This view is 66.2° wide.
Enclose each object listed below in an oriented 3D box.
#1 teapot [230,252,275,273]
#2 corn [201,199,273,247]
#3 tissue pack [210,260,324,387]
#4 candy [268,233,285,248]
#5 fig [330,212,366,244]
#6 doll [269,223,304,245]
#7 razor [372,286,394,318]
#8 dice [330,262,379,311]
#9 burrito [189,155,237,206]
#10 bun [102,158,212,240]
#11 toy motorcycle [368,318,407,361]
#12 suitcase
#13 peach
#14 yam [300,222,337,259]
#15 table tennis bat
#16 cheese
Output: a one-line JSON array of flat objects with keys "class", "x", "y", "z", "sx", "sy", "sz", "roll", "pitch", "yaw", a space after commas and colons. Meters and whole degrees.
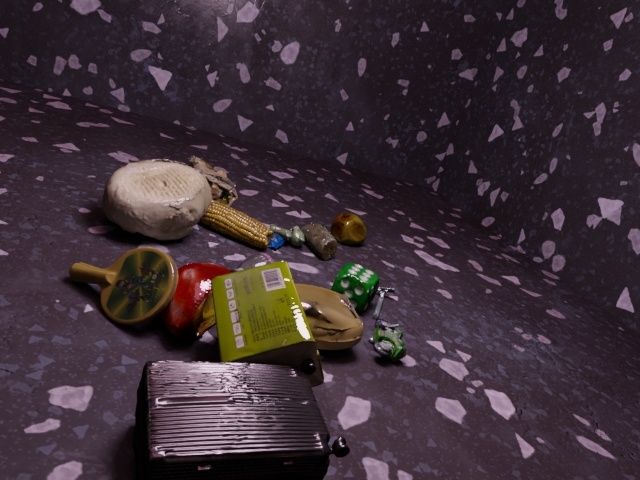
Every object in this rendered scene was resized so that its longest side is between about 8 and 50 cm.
[{"class": "teapot", "x": -0.201, "y": 0.121, "z": 1.492, "sx": 0.145, "sy": 0.116, "sz": 0.148, "roll": -19, "pitch": 68, "yaw": -40}, {"class": "corn", "x": -0.326, "y": -0.064, "z": 1.841, "sx": 0.317, "sy": 0.115, "sz": 0.115, "roll": 24, "pitch": 20, "yaw": 13}, {"class": "tissue pack", "x": -0.128, "y": 0.203, "z": 1.109, "sx": 0.200, "sy": 0.168, "sz": 0.275, "roll": -15, "pitch": 38, "yaw": -8}, {"class": "candy", "x": -0.212, "y": -0.008, "z": 1.901, "sx": 0.136, "sy": 0.038, "sz": 0.088, "roll": 21, "pitch": 32, "yaw": 14}, {"class": "fig", "x": 0.130, "y": -0.047, "z": 2.179, "sx": 0.165, "sy": 0.144, "sz": 0.154, "roll": 24, "pitch": -18, "yaw": -9}, {"class": "doll", "x": -0.129, "y": -0.032, "z": 1.945, "sx": 0.150, "sy": 0.078, "sz": 0.115, "roll": 22, "pitch": -6, "yaw": -11}, {"class": "razor", "x": 0.203, "y": 0.218, "z": 1.695, "sx": 0.084, "sy": 0.036, "sz": 0.211, "roll": 5, "pitch": 23, "yaw": 13}, {"class": "dice", "x": 0.117, "y": 0.156, "z": 1.639, "sx": 0.130, "sy": 0.120, "sz": 0.128, "roll": 27, "pitch": 21, "yaw": 18}, {"class": "burrito", "x": -0.488, "y": -0.259, "z": 2.161, "sx": 0.190, "sy": 0.135, "sz": 0.332, "roll": 18, "pitch": 15, "yaw": -30}, {"class": "bun", "x": -0.547, "y": -0.125, "z": 1.663, "sx": 0.359, "sy": 0.211, "sz": 0.360, "roll": 10, "pitch": 30, "yaw": -6}, {"class": "toy motorcycle", "x": 0.204, "y": 0.293, "z": 1.439, "sx": 0.106, "sy": 0.074, "sz": 0.190, "roll": 28, "pitch": 19, "yaw": -2}, {"class": "suitcase", "x": -0.152, "y": 0.332, "z": 0.871, "sx": 0.334, "sy": 0.152, "sz": 0.230, "roll": 9, "pitch": 25, "yaw": -25}, {"class": "peach", "x": -0.324, "y": 0.141, "z": 1.252, "sx": 0.153, "sy": 0.159, "sz": 0.267, "roll": 18, "pitch": 21, "yaw": 16}, {"class": "yam", "x": 0.000, "y": 0.000, "z": 1.980, "sx": 0.107, "sy": 0.107, "sz": 0.183, "roll": 5, "pitch": 27, "yaw": -33}, {"class": "table tennis bat", "x": -0.493, "y": 0.102, "z": 1.215, "sx": 0.320, "sy": 0.199, "sz": 0.050, "roll": 9, "pitch": -23, "yaw": 21}, {"class": "cheese", "x": -0.049, "y": 0.205, "z": 1.371, "sx": 0.315, "sy": 0.128, "sz": 0.259, "roll": 14, "pitch": 10, "yaw": -25}]
